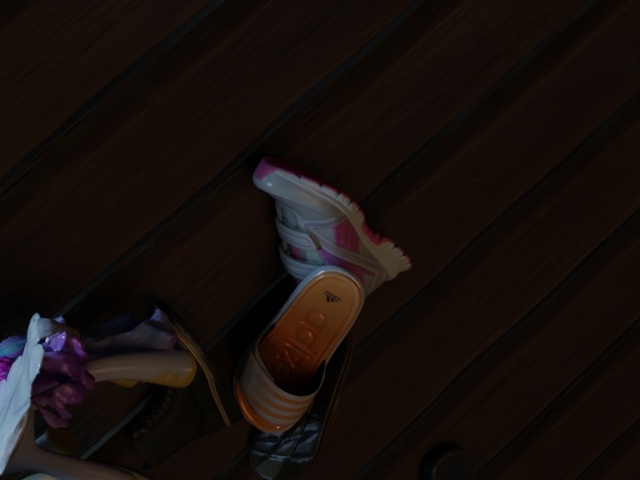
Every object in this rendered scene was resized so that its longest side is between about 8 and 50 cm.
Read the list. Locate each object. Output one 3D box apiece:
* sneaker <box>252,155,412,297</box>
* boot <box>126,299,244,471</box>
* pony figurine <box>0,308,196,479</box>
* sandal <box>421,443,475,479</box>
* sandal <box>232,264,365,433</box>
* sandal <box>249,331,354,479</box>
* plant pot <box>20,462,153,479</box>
[{"bbox_3d":[0.000,0.000,1.487,0.111,0.103,0.252,-50,127,-4],"label":"sneaker"},{"bbox_3d":[-0.184,0.177,1.481,0.137,0.077,0.198,-32,124,-8],"label":"boot"},{"bbox_3d":[-0.315,0.152,1.285,0.363,0.303,0.351,3,123,-42],"label":"pony figurine"},{"bbox_3d":[0.194,0.401,1.831,0.097,0.054,0.254,-22,112,-30],"label":"sandal"},{"bbox_3d":[-0.038,0.138,1.487,0.102,0.076,0.265,29,124,0],"label":"sandal"},{"bbox_3d":[-0.015,0.205,1.600,0.060,0.090,0.219,18,94,-64],"label":"sandal"},{"bbox_3d":[-0.243,0.473,1.433,0.334,0.305,0.334,-13,119,-26],"label":"plant pot"}]
